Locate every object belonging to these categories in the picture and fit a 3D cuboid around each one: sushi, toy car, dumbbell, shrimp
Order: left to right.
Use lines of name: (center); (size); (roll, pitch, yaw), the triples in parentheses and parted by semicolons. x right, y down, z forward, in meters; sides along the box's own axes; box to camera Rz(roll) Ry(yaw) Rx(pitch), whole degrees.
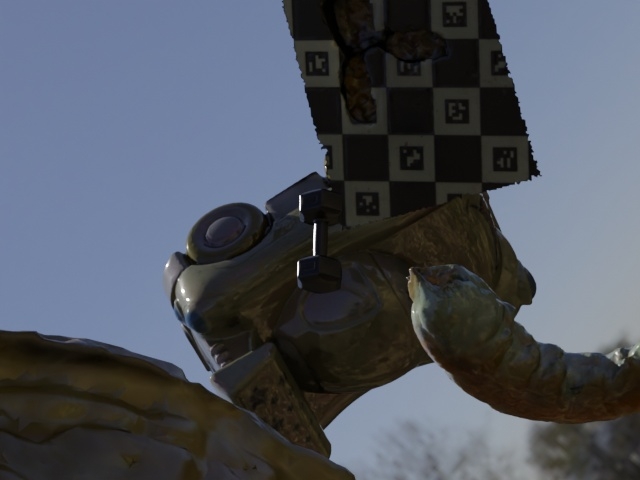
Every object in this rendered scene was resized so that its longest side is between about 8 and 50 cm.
dumbbell: (0.000, 0.000, 1.425); (0.036, 0.040, 0.083); (-35, 47, 53)
toy car: (0.040, 0.057, 1.726); (0.336, 0.226, 0.242); (-29, -53, -3)
sushi: (0.071, -0.167, 1.585); (0.192, 0.279, 0.043); (-15, 9, 19)
shrimp: (0.143, 0.052, 1.036); (0.166, 0.161, 0.049); (-25, 33, 39)

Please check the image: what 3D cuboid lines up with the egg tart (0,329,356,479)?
egg tart: (-0.104, 0.229, 0.534); (0.443, 0.443, 0.178); (-44, 6, -23)
